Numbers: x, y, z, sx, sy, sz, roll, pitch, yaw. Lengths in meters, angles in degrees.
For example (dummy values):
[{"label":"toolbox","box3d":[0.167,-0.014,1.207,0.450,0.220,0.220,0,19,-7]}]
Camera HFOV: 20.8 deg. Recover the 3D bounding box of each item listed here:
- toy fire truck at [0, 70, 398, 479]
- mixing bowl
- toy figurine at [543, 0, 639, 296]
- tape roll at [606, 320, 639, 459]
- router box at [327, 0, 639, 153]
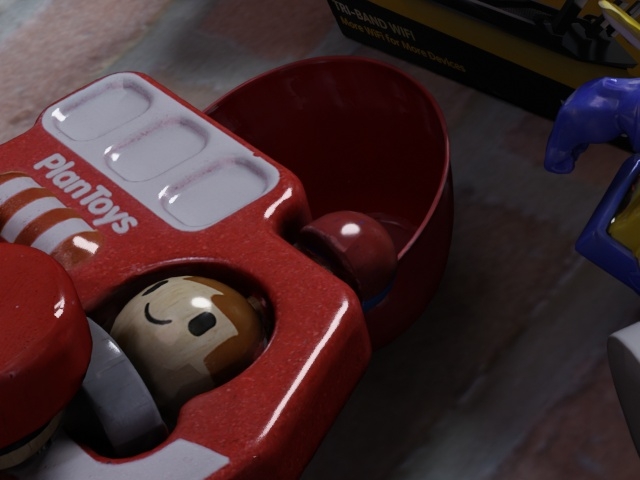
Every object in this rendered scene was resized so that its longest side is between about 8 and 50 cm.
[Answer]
[{"label":"toy fire truck","box3d":[-0.105,0.032,0.813,0.254,0.169,0.302,-33,41,-23]},{"label":"mixing bowl","box3d":[0.000,0.000,0.941,0.181,0.098,0.181,-15,48,17]},{"label":"toy figurine","box3d":[0.238,-0.019,0.825,0.362,0.217,0.191,34,54,-3]},{"label":"tape roll","box3d":[0.185,0.121,0.652,0.072,0.219,0.219,-24,43,2]},{"label":"router box","box3d":[0.099,-0.185,0.971,0.081,0.243,0.309,-45,45,-19]}]
